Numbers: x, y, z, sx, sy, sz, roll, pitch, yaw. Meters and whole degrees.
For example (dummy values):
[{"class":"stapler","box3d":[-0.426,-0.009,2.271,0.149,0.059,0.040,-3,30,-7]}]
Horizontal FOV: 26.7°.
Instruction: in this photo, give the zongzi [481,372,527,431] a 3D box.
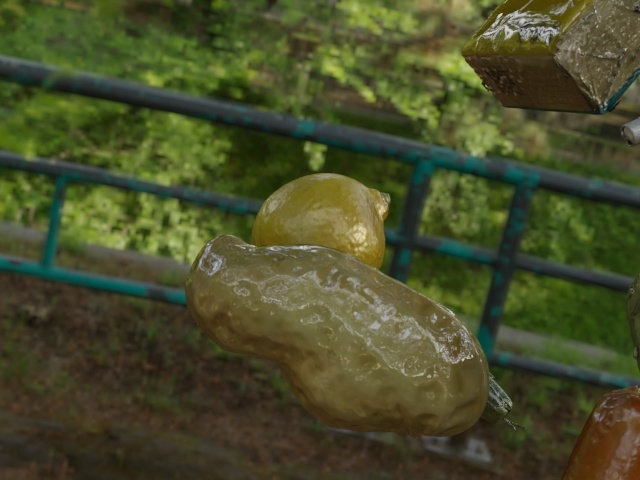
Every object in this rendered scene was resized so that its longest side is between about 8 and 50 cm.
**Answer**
[{"class":"zongzi","box3d":[0.257,0.209,2.012,0.154,0.062,0.130,23,47,8]}]

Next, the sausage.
[{"class":"sausage","box3d":[0.234,0.215,1.123,0.076,0.197,0.076,20,3,-1]}]

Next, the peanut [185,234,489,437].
[{"class":"peanut","box3d":[0.019,0.115,1.600,0.387,0.192,0.169,28,12,5]}]

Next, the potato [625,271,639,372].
[{"class":"potato","box3d":[0.448,0.111,1.579,0.141,0.176,0.298,20,24,-11]}]

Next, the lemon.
[{"class":"lemon","box3d":[0.000,0.000,1.901,0.244,0.187,0.187,-37,42,-29]}]

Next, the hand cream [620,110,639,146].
[{"class":"hand cream","box3d":[0.423,-0.147,1.443,0.257,0.084,0.050,-17,-3,-29]}]

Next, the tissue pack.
[{"class":"tissue pack","box3d":[0.328,-0.273,1.780,0.134,0.192,0.271,46,-10,-20]}]
